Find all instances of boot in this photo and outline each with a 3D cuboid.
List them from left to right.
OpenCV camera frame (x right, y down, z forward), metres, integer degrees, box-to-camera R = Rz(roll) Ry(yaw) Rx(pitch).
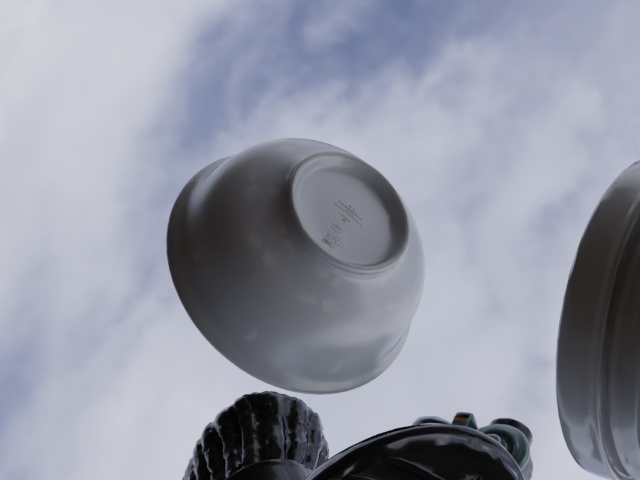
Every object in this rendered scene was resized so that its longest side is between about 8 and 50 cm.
[{"bbox_3d":[-0.005,0.183,0.828,0.348,0.131,0.260,-47,-164,25],"label":"boot"}]

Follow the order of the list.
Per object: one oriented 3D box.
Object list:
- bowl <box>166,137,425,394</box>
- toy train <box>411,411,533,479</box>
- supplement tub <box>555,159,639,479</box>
[{"bbox_3d":[0.000,0.000,1.287,0.134,0.298,0.298,-47,-131,47],"label":"bowl"},{"bbox_3d":[0.119,0.321,1.322,0.190,0.142,0.334,2,-137,29],"label":"toy train"},{"bbox_3d":[0.266,0.059,0.555,0.272,0.191,0.191,11,-97,36],"label":"supplement tub"}]
